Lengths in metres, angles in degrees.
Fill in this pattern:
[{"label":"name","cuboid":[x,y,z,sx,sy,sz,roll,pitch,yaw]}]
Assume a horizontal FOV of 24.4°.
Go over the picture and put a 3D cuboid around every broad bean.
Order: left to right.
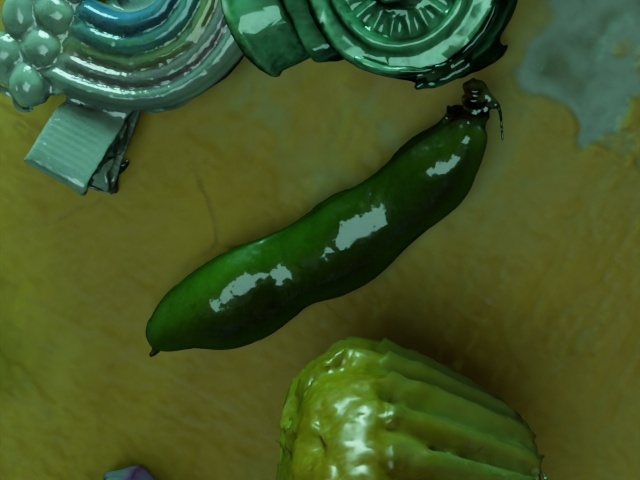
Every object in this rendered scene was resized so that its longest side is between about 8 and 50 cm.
[{"label":"broad bean","cuboid":[0.003,0.002,0.827,0.254,0.046,0.065,-34,123,19]}]

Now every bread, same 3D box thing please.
[{"label":"bread","cuboid":[0.042,0.167,0.770,0.139,0.240,0.240,-1,104,1]}]

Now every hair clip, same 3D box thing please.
[{"label":"hair clip","cuboid":[-0.103,-0.129,0.819,0.140,0.054,0.220,28,104,9]}]

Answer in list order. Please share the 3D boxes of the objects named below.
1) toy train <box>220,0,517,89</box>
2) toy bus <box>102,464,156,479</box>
[{"label":"toy train","cuboid":[0.109,-0.235,0.699,0.397,0.160,0.253,-24,92,15]},{"label":"toy bus","cuboid":[-0.067,0.268,0.887,0.112,0.090,0.274,-41,95,8]}]
